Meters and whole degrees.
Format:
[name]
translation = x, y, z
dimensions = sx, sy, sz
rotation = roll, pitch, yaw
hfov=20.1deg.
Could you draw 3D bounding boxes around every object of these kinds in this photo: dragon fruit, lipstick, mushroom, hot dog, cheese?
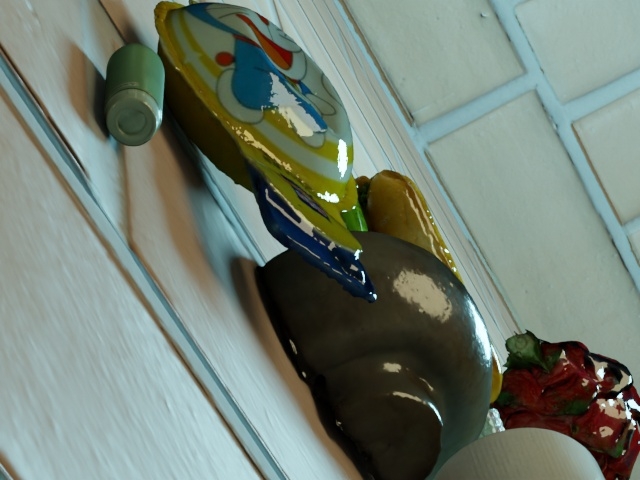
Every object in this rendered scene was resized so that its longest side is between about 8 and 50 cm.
[dragon fruit]
translation = 0.253, 0.191, 1.893
dimensions = 0.182, 0.182, 0.188
rotation = 65, 9, 22
[lipstick]
translation = 0.177, 0.223, 1.763
dimensions = 0.037, 0.037, 0.116
rotation = 41, 27, -72
[mushroom]
translation = 0.044, 0.065, 1.118
dimensions = 0.188, 0.117, 0.141
rotation = 51, 1, -38
[hot dog]
translation = 0.099, 0.048, 1.718
dimensions = 0.249, 0.068, 0.100
rotation = 64, -6, 1
[cheese]
translation = -0.029, -0.060, 1.075
dimensions = 0.177, 0.069, 0.270
rotation = 36, 21, -36

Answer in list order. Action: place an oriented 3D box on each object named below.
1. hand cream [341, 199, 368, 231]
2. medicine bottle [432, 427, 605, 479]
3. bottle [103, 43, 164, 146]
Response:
[hand cream]
translation = 0.028, -0.026, 1.665
dimensions = 0.036, 0.023, 0.122
rotation = 55, 10, -51
[medicine bottle]
translation = 0.137, 0.219, 1.018
dimensions = 0.139, 0.139, 0.237
rotation = 58, 10, -32
[bottle]
translation = -0.094, -0.073, 0.911
dimensions = 0.030, 0.030, 0.083
rotation = 59, 8, -23
